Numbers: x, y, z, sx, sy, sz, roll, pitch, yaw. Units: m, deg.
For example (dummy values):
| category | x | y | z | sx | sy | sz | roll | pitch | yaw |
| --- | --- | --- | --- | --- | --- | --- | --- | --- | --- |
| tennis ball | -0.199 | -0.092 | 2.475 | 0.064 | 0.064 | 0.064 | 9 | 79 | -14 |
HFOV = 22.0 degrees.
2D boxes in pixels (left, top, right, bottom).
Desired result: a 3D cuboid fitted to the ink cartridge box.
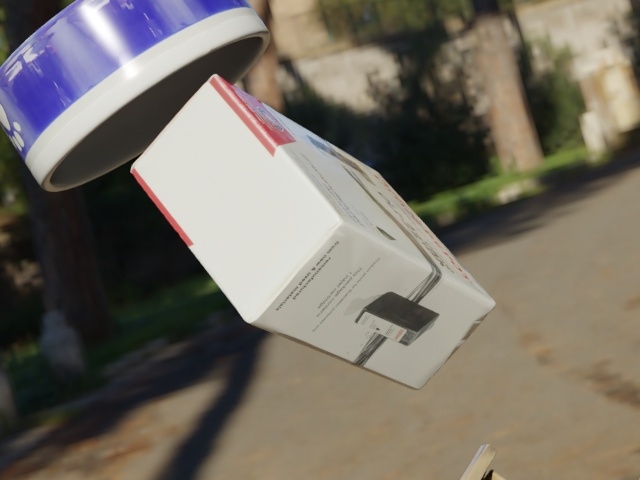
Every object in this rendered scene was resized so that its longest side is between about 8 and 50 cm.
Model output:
| category | x | y | z | sx | sy | sz | roll | pitch | yaw |
| --- | --- | --- | --- | --- | --- | --- | --- | --- | --- |
| ink cartridge box | 0.000 | 0.000 | 1.392 | 0.114 | 0.197 | 0.273 | -47 | -34 | 10 |

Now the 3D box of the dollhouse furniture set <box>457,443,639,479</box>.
| category | x | y | z | sx | sy | sz | roll | pitch | yaw |
| --- | --- | --- | --- | --- | --- | --- | --- | --- | --- |
| dollhouse furniture set | 0.300 | 0.173 | 1.441 | 0.394 | 0.256 | 0.362 | -59 | -8 | 19 |

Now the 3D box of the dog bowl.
| category | x | y | z | sx | sy | sz | roll | pitch | yaw |
| --- | --- | --- | --- | --- | --- | --- | --- | --- | --- |
| dog bowl | -0.184 | -0.163 | 1.585 | 0.265 | 0.104 | 0.265 | -35 | -4 | -2 |
